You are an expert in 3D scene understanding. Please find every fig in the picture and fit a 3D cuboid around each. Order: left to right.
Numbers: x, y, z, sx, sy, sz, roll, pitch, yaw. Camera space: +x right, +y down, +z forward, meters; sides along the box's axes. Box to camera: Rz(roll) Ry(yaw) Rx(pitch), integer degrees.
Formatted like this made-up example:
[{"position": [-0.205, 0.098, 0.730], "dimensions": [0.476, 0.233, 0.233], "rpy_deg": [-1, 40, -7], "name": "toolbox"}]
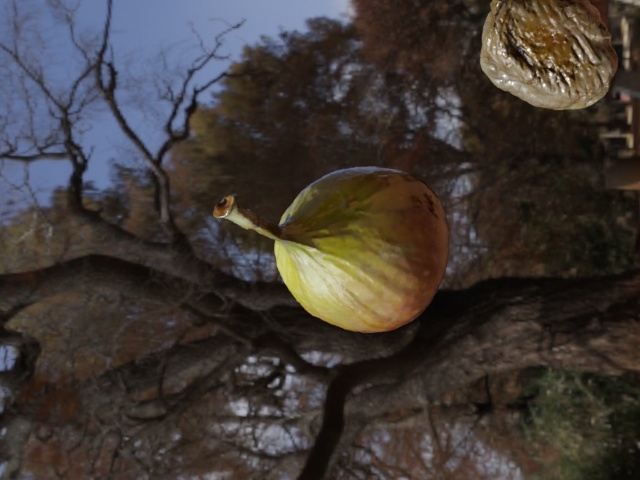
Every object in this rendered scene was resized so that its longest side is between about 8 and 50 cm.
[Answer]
[{"position": [0.003, -0.007, 0.704], "dimensions": [0.160, 0.231, 0.143], "rpy_deg": [-55, 25, 27], "name": "fig"}]

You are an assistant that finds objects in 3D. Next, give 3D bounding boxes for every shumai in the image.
[{"position": [0.354, -0.316, 1.269], "dimensions": [0.185, 0.218, 0.183], "rpy_deg": [-94, 14, -69], "name": "shumai"}]
